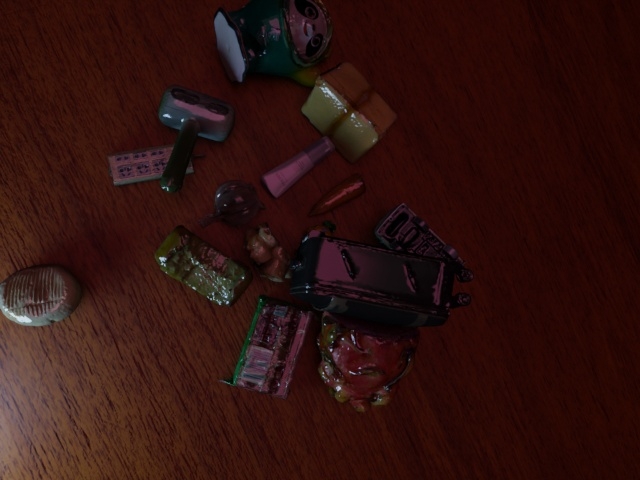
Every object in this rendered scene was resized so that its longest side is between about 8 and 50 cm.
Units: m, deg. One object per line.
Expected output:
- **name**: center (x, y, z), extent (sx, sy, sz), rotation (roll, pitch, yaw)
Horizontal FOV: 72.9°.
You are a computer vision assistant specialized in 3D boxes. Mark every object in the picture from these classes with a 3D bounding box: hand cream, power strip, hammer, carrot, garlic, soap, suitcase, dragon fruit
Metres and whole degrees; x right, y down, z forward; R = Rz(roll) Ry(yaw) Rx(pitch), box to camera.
- **hand cream**: center (-0.067, -0.231, 1.335), extent (0.255, 0.048, 0.079), rotation (-39, 97, -14)
- **power strip**: center (-0.462, -0.221, 1.232), extent (0.268, 0.034, 0.092), rotation (-13, 88, -16)
- **hammer**: center (-0.363, -0.265, 1.182), extent (0.207, 0.119, 0.335), rotation (16, 62, -12)
- **carrot**: center (0.049, -0.130, 1.355), extent (0.205, 0.072, 0.072), rotation (-35, 95, -9)
- **garlic**: center (-0.265, -0.097, 1.241), extent (0.194, 0.127, 0.131), rotation (-20, 94, 3)
- **soap**: center (-0.141, 0.305, 1.243), extent (0.218, 0.098, 0.273), rotation (20, 80, -13)
- **suitcase**: center (0.131, 0.109, 1.123), extent (0.435, 0.283, 0.193), rotation (13, 80, -11)
- **dragon fruit**: center (0.127, 0.345, 1.217), extent (0.315, 0.296, 0.262), rotation (14, 96, -3)

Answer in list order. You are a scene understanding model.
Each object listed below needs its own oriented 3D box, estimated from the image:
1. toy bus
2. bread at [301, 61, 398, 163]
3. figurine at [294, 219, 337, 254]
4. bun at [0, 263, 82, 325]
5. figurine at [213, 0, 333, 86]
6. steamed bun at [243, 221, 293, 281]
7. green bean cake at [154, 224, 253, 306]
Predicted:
- **toy bus**: center (0.294, 0.016, 1.355), extent (0.276, 0.165, 0.133), rotation (43, 90, -8)
- **bread**: center (0.116, -0.427, 1.338), extent (0.263, 0.198, 0.236), rotation (45, 68, -9)
- **figurine**: center (0.000, 0.000, 1.302), extent (0.156, 0.115, 0.094), rotation (-41, 107, -17)
- **bun**: center (-0.707, 0.140, 1.102), extent (0.189, 0.111, 0.163), rotation (-11, 71, -13)
- **figurine**: center (-0.121, -0.602, 1.276), extent (0.340, 0.231, 0.323), rotation (-24, 117, -24)
- **steamed bun**: center (-0.152, 0.045, 1.233), extent (0.106, 0.177, 0.192), rotation (-34, 106, -6)
- **green bean cake**: center (-0.306, 0.070, 1.152), extent (0.236, 0.233, 0.124), rotation (34, 83, -9)
